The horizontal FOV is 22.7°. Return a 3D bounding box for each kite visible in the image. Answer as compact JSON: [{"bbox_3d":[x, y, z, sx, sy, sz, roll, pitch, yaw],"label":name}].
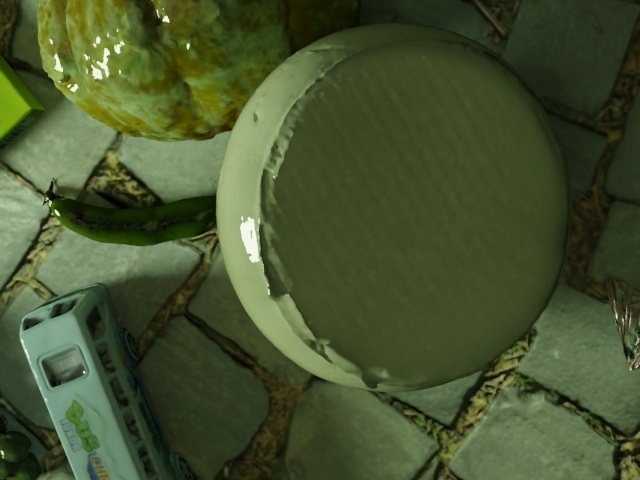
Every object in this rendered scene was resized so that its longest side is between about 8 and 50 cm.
[{"bbox_3d":[0.365,0.073,1.706,0.139,0.011,0.157,31,107,14],"label":"kite"}]

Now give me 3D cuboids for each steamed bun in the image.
[{"bbox_3d":[0.066,-0.037,1.636,0.374,0.241,0.374,-3,99,-17],"label":"steamed bun"}]

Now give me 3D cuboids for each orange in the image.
[{"bbox_3d":[-0.139,-0.230,1.693,0.368,0.210,0.271,-15,112,14],"label":"orange"}]

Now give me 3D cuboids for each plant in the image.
[{"bbox_3d":[-0.390,0.226,1.844,0.174,0.085,0.087,44,124,1],"label":"plant"}]

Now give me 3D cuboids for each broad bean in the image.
[{"bbox_3d":[-0.212,-0.028,1.809,0.226,0.039,0.069,7,89,11],"label":"broad bean"}]

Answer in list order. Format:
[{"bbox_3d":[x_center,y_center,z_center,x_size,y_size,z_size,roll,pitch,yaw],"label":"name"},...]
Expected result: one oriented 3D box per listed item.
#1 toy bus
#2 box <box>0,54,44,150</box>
[{"bbox_3d":[-0.236,0.215,1.777,0.109,0.136,0.330,-23,90,9],"label":"toy bus"},{"bbox_3d":[-0.503,-0.113,1.859,0.335,0.047,0.187,-41,85,10],"label":"box"}]
